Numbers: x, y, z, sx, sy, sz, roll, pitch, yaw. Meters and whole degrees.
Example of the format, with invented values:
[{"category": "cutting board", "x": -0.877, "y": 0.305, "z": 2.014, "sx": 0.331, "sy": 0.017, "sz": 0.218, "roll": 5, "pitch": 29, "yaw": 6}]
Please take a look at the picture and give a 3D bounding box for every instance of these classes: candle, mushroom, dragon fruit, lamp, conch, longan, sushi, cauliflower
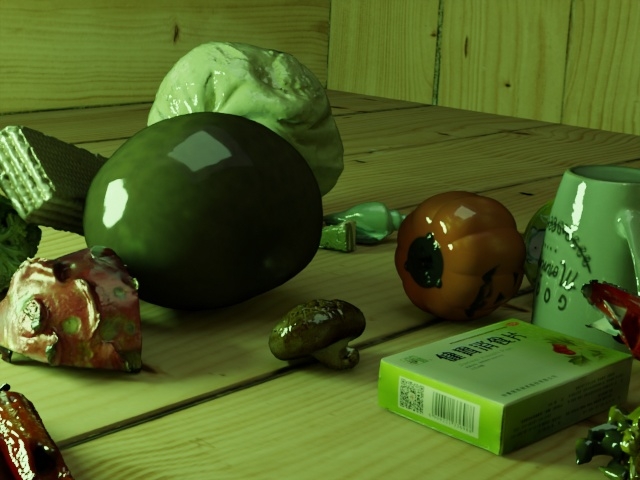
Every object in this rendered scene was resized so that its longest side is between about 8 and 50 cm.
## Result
[{"category": "candle", "x": -0.291, "y": 0.197, "z": 1.117, "sx": 0.084, "sy": 0.059, "sz": 0.302, "roll": 7, "pitch": 11, "yaw": -23}, {"category": "mushroom", "x": -0.003, "y": 0.113, "z": 1.454, "sx": 0.109, "sy": 0.084, "sz": 0.126, "roll": 11, "pitch": 11, "yaw": 34}, {"category": "dragon fruit", "x": -0.325, "y": 0.076, "z": 1.454, "sx": 0.161, "sy": 0.126, "sz": 0.274, "roll": -4, "pitch": 15, "yaw": -28}, {"category": "lamp", "x": 0.204, "y": 0.021, "z": 1.672, "sx": 0.164, "sy": 0.187, "sz": 0.188, "roll": -6, "pitch": 16, "yaw": -38}, {"category": "conch", "x": 0.090, "y": -0.024, "z": 2.108, "sx": 0.180, "sy": 0.088, "sz": 0.065, "roll": -2, "pitch": -30, "yaw": 7}, {"category": "longan", "x": -0.159, "y": -0.041, "z": 1.656, "sx": 0.350, "sy": 0.288, "sz": 0.288, "roll": -10, "pitch": 18, "yaw": -27}, {"category": "sushi", "x": 0.357, "y": 0.185, "z": 1.119, "sx": 0.179, "sy": 0.166, "sz": 0.296, "roll": 33, "pitch": 32, "yaw": 20}, {"category": "cauliflower", "x": -0.514, "y": -0.035, "z": 1.617, "sx": 0.272, "sy": 0.250, "sz": 0.275, "roll": -8, "pitch": 22, "yaw": -32}]

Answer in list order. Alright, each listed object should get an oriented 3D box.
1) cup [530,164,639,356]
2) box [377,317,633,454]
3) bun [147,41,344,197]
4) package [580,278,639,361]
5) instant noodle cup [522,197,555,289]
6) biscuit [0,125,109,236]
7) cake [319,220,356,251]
[{"category": "cup", "x": 0.396, "y": 0.032, "z": 1.568, "sx": 0.186, "sy": 0.234, "sz": 0.258, "roll": 0, "pitch": 16, "yaw": -10}, {"category": "box", "x": 0.215, "y": 0.161, "z": 1.354, "sx": 0.175, "sy": 0.062, "sz": 0.261, "roll": 16, "pitch": 20, "yaw": 43}, {"category": "bun", "x": -0.131, "y": -0.168, "z": 2.080, "sx": 0.360, "sy": 0.359, "sz": 0.211, "roll": 2, "pitch": 25, "yaw": -2}, {"category": "package", "x": 0.409, "y": 0.129, "z": 1.284, "sx": 0.269, "sy": 0.071, "sz": 0.194, "roll": 32, "pitch": -6, "yaw": 27}, {"category": "instant noodle cup", "x": 0.397, "y": 0.013, "z": 1.791, "sx": 0.182, "sy": 0.182, "sz": 0.144, "roll": 5, "pitch": 5, "yaw": 9}, {"category": "biscuit", "x": -0.350, "y": -0.068, "z": 1.789, "sx": 0.078, "sy": 0.144, "sz": 0.426, "roll": -35, "pitch": -14, "yaw": 11}, {"category": "cake", "x": 0.000, "y": 0.000, "z": 2.045, "sx": 0.140, "sy": 0.055, "sz": 0.051, "roll": -9, "pitch": 7, "yaw": 32}]
